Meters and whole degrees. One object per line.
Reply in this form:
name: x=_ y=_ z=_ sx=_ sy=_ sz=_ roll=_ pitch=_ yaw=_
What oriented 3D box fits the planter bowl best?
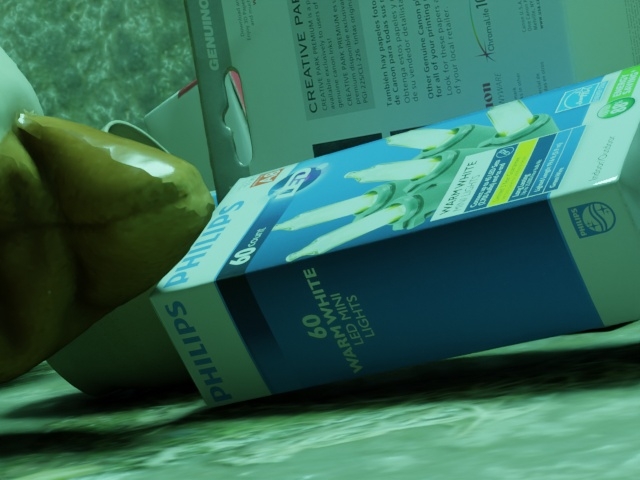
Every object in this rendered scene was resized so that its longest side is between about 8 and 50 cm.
planter bowl: x=-0.117 y=0.024 z=1.051 sx=0.109 sy=0.162 sz=0.162 roll=-35 pitch=-2 yaw=11

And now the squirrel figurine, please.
squirrel figurine: x=-0.326 y=0.032 z=0.868 sx=0.370 sy=0.281 sz=0.397 roll=-34 pitch=-6 yaw=-44

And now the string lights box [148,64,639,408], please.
string lights box: x=0.057 y=0.000 z=0.901 sx=0.260 sy=0.076 sz=0.133 roll=-14 pitch=24 yaw=28

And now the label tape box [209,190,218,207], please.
label tape box: x=0.000 y=0.000 z=1.392 sx=0.249 sy=0.115 sz=0.348 roll=-9 pitch=4 yaw=9

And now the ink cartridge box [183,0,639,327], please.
ink cartridge box: x=0.066 y=-0.097 z=1.100 sx=0.272 sy=0.309 sz=0.130 roll=-7 pitch=3 yaw=36

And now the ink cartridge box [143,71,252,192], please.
ink cartridge box: x=0.023 y=-0.119 z=1.627 sx=0.306 sy=0.131 sz=0.226 roll=-16 pitch=-4 yaw=-25
